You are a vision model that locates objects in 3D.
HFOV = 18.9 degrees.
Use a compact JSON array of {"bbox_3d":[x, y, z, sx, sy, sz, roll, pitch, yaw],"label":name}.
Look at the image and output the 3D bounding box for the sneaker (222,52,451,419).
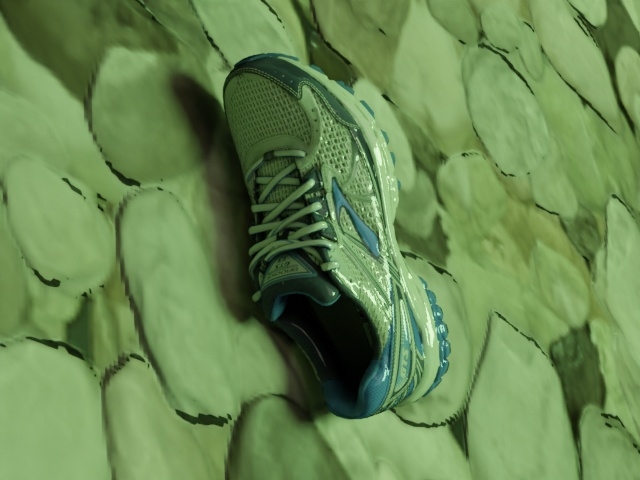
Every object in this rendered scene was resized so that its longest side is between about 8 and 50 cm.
[{"bbox_3d":[0.000,0.000,0.661,0.058,0.052,0.135,-32,98,-54],"label":"sneaker"}]
